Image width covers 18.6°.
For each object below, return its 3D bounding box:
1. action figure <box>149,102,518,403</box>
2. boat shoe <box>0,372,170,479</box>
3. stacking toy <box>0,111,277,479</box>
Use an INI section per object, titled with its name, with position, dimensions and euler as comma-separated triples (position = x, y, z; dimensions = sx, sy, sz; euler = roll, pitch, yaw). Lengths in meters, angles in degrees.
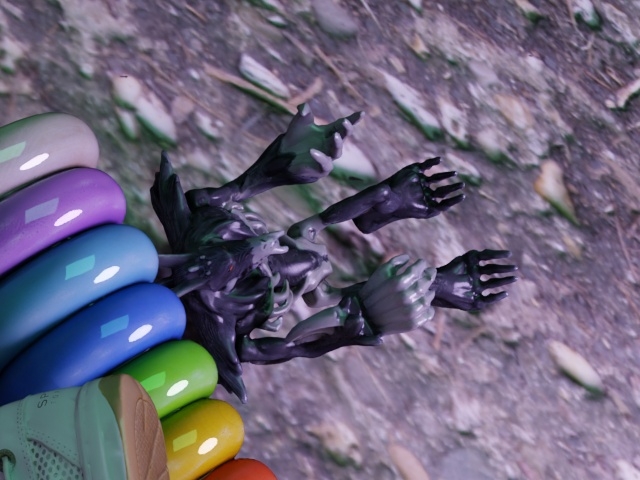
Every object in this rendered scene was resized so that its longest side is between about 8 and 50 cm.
[action figure]
position = 0.000, 0.000, 1.202
dimensions = 0.276, 0.141, 0.164
euler = -9, 71, -48
[boat shoe]
position = -0.113, 0.206, 0.926
dimensions = 0.098, 0.096, 0.277
euler = 54, 27, -71
[stacking toy]
position = -0.101, 0.100, 1.036
dimensions = 0.141, 0.141, 0.330
euler = -24, 78, -51
